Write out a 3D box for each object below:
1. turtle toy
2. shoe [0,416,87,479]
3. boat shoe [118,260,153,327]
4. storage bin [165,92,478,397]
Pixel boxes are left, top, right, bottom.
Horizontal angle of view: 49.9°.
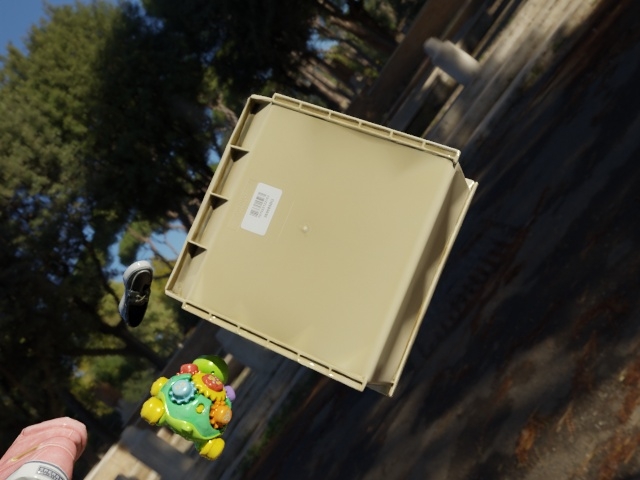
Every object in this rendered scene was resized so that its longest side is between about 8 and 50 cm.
[{"bbox_3d":[-0.130,0.167,0.737,0.066,0.095,0.130,-53,10,11],"label":"turtle toy"},{"bbox_3d":[-0.276,0.230,0.610,0.178,0.063,0.081,-40,18,18],"label":"shoe"},{"bbox_3d":[-0.297,0.089,1.124,0.049,0.040,0.142,-12,-35,-34],"label":"boat shoe"},{"bbox_3d":[0.000,0.000,0.769,0.262,0.260,0.123,-67,-21,-4],"label":"storage bin"}]
